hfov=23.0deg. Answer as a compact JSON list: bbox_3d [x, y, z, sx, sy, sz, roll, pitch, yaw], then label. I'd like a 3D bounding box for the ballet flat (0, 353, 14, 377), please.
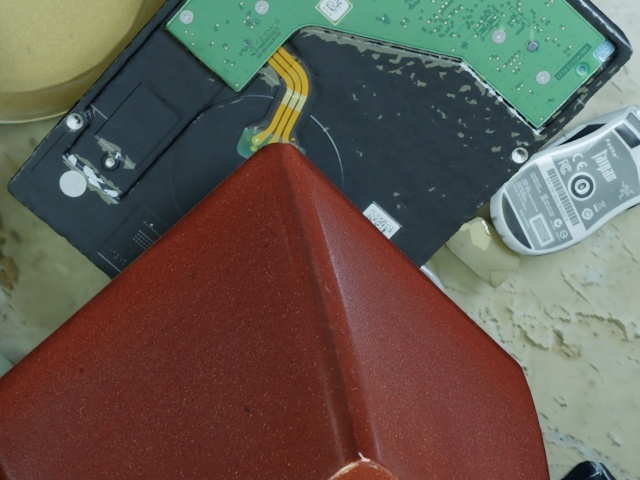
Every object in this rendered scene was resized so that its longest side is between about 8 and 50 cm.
[{"bbox_3d":[-0.319,0.147,1.075,0.248,0.086,0.086,-29,94,3],"label":"ballet flat"}]

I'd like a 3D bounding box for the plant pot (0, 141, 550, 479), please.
[{"bbox_3d":[-0.014,0.157,0.922,0.267,0.236,0.267,-41,122,10],"label":"plant pot"}]

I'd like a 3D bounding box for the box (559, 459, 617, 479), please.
[{"bbox_3d":[0.233,0.377,0.982,0.212,0.293,0.395,-39,94,4],"label":"box"}]

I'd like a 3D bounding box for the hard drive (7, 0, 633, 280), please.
[{"bbox_3d":[-0.004,-0.083,1.003,0.237,0.064,0.339,40,108,-10],"label":"hard drive"}]

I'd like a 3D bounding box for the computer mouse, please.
[{"bbox_3d":[0.199,-0.055,1.073,0.193,0.042,0.106,-26,99,-4],"label":"computer mouse"}]

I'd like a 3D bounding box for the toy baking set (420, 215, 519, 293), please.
[{"bbox_3d":[-0.003,-0.006,1.087,0.256,0.030,0.197,-18,100,8],"label":"toy baking set"}]

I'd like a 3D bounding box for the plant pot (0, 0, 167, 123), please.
[{"bbox_3d":[-0.211,-0.197,1.070,0.236,0.032,0.236,0,94,0],"label":"plant pot"}]
